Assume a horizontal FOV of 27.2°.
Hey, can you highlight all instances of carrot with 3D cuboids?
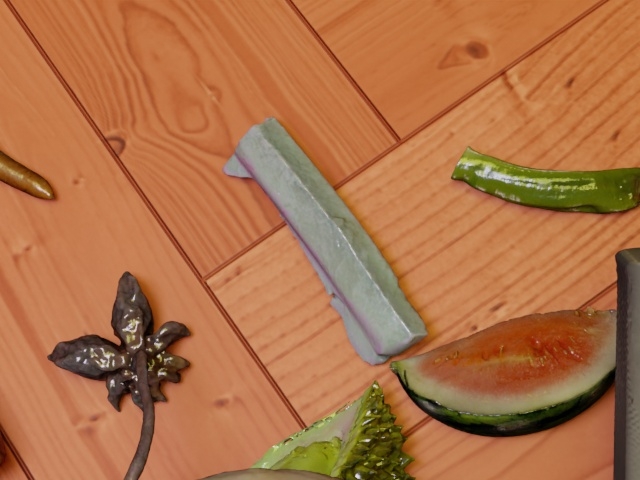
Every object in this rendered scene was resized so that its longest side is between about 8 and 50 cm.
[{"bbox_3d":[-0.356,-0.092,1.408,0.190,0.037,0.037,35,80,12],"label":"carrot"}]

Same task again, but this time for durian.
[{"bbox_3d":[-0.058,0.285,1.233,0.352,0.158,0.169,-31,37,-3],"label":"durian"}]

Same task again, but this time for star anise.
[{"bbox_3d":[-0.195,0.128,1.231,0.148,0.227,0.218,-9,83,-3],"label":"star anise"}]

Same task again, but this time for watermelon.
[{"bbox_3d":[0.192,0.125,1.266,0.245,0.063,0.119,-13,58,3],"label":"watermelon"}]

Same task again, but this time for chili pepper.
[{"bbox_3d":[0.231,-0.056,1.321,0.202,0.050,0.051,8,111,7],"label":"chili pepper"}]

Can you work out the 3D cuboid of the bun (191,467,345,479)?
[{"bbox_3d":[-0.043,0.372,1.062,0.365,0.202,0.364,-1,114,-3],"label":"bun"}]

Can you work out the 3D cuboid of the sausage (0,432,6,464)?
[{"bbox_3d":[-0.438,0.227,1.278,0.259,0.113,0.113,-28,72,-4],"label":"sausage"}]

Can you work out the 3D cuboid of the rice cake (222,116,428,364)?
[{"bbox_3d":[0.003,-0.001,1.332,0.081,0.051,0.290,-47,69,27],"label":"rice cake"}]

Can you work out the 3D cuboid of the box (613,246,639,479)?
[{"bbox_3d":[0.418,0.178,1.095,0.352,0.177,0.343,-1,96,7],"label":"box"}]
